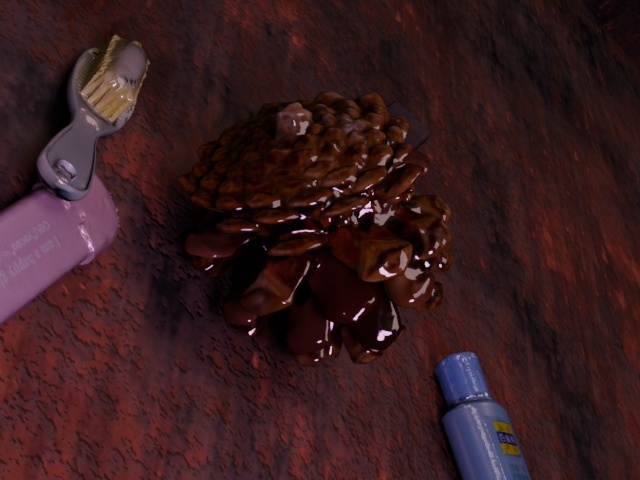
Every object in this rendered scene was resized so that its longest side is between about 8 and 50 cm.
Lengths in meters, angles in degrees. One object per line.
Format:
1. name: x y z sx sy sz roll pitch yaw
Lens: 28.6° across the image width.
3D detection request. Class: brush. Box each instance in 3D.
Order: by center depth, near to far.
1. brush: -0.186 -0.120 1.087 0.068 0.060 0.297 43 20 -20

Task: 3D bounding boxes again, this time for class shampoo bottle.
1. shampoo bottle: 0.186 0.243 1.368 0.104 0.061 0.258 22 43 -50

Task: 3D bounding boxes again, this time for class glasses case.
1. glasses case: 0.085 -0.130 1.622 0.072 0.042 0.190 49 27 -1

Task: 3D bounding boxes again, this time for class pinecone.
1. pinecone: 0.009 -0.003 1.148 0.264 0.264 0.264 40 32 -31

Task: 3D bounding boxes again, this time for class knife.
1. knife: -0.240 0.027 0.907 0.132 0.038 0.398 62 23 -11
